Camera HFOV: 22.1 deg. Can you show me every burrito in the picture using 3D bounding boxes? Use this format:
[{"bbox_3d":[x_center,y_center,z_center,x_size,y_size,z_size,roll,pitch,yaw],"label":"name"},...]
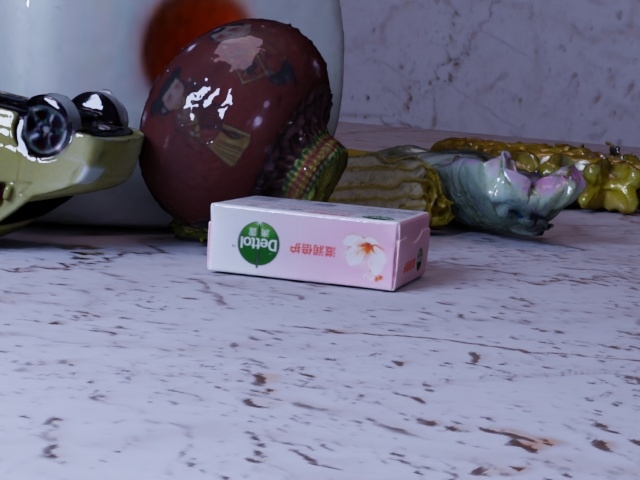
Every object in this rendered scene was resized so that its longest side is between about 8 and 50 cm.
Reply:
[{"bbox_3d":[0.120,-0.047,1.398,0.096,0.066,0.309,11,0,-22],"label":"burrito"}]

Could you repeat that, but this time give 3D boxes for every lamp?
[{"bbox_3d":[-0.048,-0.074,1.140,0.135,0.156,0.157,32,-18,19],"label":"lamp"}]

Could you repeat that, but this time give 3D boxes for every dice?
[{"bbox_3d":[-0.185,-0.156,1.317,0.304,0.277,0.304,-6,10,-41],"label":"dice"}]

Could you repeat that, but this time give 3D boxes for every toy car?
[{"bbox_3d":[-0.250,-0.058,1.086,0.256,0.124,0.101,15,11,13],"label":"toy car"}]

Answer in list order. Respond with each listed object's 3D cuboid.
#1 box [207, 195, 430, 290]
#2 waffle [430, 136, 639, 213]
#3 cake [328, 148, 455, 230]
[{"bbox_3d":[0.000,0.000,1.041,0.125,0.043,0.089,6,7,17],"label":"box"},{"bbox_3d":[0.233,-0.077,1.732,0.259,0.069,0.293,4,5,-2],"label":"waffle"},{"bbox_3d":[0.015,-0.043,1.290,0.185,0.080,0.116,-8,15,-40],"label":"cake"}]
